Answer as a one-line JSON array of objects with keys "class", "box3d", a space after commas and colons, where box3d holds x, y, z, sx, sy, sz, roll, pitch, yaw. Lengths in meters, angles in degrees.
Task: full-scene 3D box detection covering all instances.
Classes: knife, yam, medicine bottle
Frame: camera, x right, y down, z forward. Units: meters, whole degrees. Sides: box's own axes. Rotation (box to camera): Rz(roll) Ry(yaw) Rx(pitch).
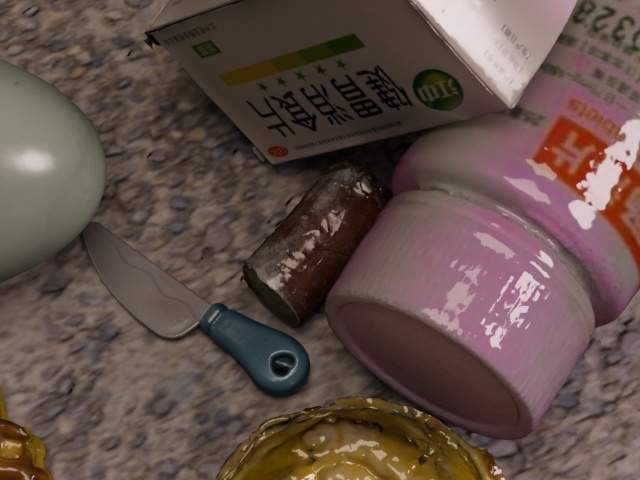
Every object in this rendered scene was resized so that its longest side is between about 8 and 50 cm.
[{"class": "knife", "box3d": [-0.115, 0.060, 1.572, 0.244, 0.032, 0.058, 29, 78, 18]}, {"class": "yam", "box3d": [0.000, -0.001, 1.569, 0.079, 0.079, 0.141, 37, 72, 16]}, {"class": "medicine bottle", "box3d": [0.183, -0.048, 1.509, 0.219, 0.219, 0.388, 30, 68, 14]}]

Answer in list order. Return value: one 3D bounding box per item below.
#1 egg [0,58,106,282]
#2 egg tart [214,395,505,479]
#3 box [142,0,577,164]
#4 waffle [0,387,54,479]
[{"class": "egg", "box3d": [-0.361, -0.057, 1.517, 0.370, 0.230, 0.230, -3, 65, -5]}, {"class": "egg tart", "box3d": [0.029, 0.247, 1.446, 0.278, 0.095, 0.279, 0, 67, 1]}, {"class": "box", "box3d": [0.025, -0.183, 1.498, 0.173, 0.333, 0.145, 47, 60, -23]}, {"class": "waffle", "box3d": [-0.329, 0.219, 1.492, 0.243, 0.059, 0.238, -42, 74, -14]}]
